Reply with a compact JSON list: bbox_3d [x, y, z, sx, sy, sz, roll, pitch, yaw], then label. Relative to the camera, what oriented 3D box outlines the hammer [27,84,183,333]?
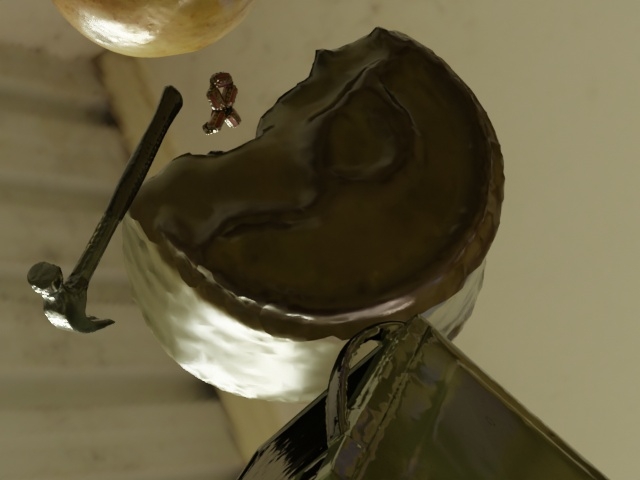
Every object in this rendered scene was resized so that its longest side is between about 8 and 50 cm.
[{"bbox_3d":[-0.168,-0.029,1.535,0.246,0.029,0.103,-65,-30,-31],"label":"hammer"}]

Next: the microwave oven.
[{"bbox_3d":[0.069,0.280,1.503,0.333,0.247,0.394,42,-161,-1],"label":"microwave oven"}]

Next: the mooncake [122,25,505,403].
[{"bbox_3d":[-0.005,-0.037,1.951,0.246,0.393,0.394,93,-171,-60],"label":"mooncake"}]

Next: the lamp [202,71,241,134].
[{"bbox_3d":[-0.139,-0.193,2.526,0.063,0.031,0.083,-21,-64,-44],"label":"lamp"}]

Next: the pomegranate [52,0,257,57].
[{"bbox_3d":[-0.219,-0.397,2.227,0.338,0.338,0.338,39,-145,-35],"label":"pomegranate"}]
